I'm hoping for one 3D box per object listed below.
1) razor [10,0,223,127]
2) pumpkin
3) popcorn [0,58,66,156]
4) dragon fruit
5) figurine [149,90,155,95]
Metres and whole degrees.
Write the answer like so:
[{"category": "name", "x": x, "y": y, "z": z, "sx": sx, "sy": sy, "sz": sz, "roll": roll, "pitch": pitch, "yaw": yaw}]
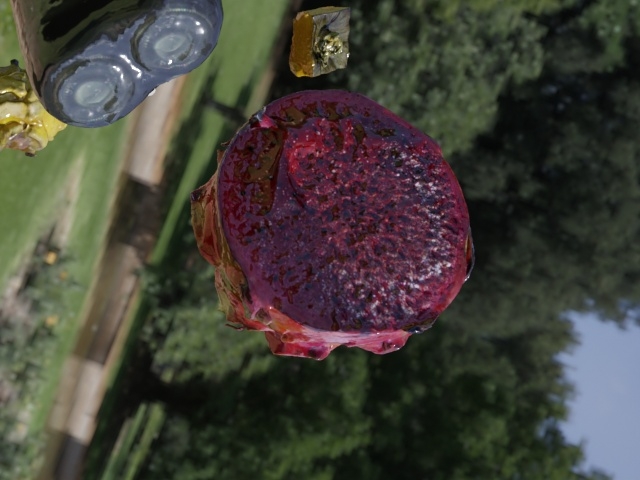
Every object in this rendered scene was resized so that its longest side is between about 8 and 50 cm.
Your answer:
[{"category": "razor", "x": -0.215, "y": -0.280, "z": 1.347, "sx": 0.113, "sy": 0.204, "sz": 0.349, "roll": 41, "pitch": 24, "yaw": -54}, {"category": "pumpkin", "x": 0.003, "y": -0.228, "z": 1.589, "sx": 0.083, "sy": 0.054, "sz": 0.074, "roll": -24, "pitch": 124, "yaw": -52}, {"category": "popcorn", "x": -0.467, "y": -0.196, "z": 2.115, "sx": 0.148, "sy": 0.167, "sz": 0.152, "roll": 138, "pitch": -49, "yaw": -82}, {"category": "dragon fruit", "x": 0.000, "y": 0.000, "z": 1.884, "sx": 0.386, "sy": 0.371, "sz": 0.249, "roll": -41, "pitch": 176, "yaw": -31}, {"category": "figurine", "x": -0.215, "y": -0.212, "z": 1.518, "sx": 0.081, "sy": 0.098, "sz": 0.146, "roll": -52, "pitch": -144, "yaw": 24}]
